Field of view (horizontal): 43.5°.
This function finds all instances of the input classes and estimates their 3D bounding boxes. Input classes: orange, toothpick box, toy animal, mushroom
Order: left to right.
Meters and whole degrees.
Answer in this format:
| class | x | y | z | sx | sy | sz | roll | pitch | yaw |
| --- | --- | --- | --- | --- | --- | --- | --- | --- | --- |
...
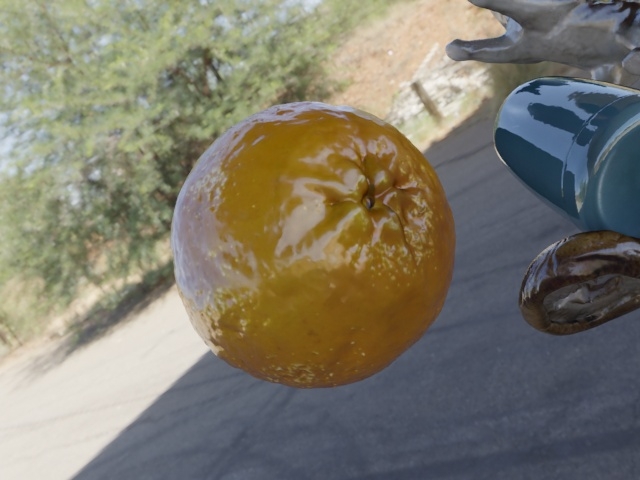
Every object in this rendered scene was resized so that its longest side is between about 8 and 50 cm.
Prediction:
| class | x | y | z | sx | sy | sz | roll | pitch | yaw |
| --- | --- | --- | --- | --- | --- | --- | --- | --- | --- |
| orange | 0.000 | 0.000 | 0.929 | 0.340 | 0.341 | 0.293 | -40 | 5 | -34 |
| toy animal | 0.411 | -0.367 | 1.329 | 0.303 | 0.344 | 0.194 | -48 | -16 | -36 |
| toothpick box | 0.226 | -0.077 | 0.677 | 0.120 | 0.120 | 0.184 | -33 | 26 | -1 |
| mushroom | 0.205 | 0.030 | 0.606 | 0.123 | 0.123 | 0.052 | -28 | 55 | 28 |
